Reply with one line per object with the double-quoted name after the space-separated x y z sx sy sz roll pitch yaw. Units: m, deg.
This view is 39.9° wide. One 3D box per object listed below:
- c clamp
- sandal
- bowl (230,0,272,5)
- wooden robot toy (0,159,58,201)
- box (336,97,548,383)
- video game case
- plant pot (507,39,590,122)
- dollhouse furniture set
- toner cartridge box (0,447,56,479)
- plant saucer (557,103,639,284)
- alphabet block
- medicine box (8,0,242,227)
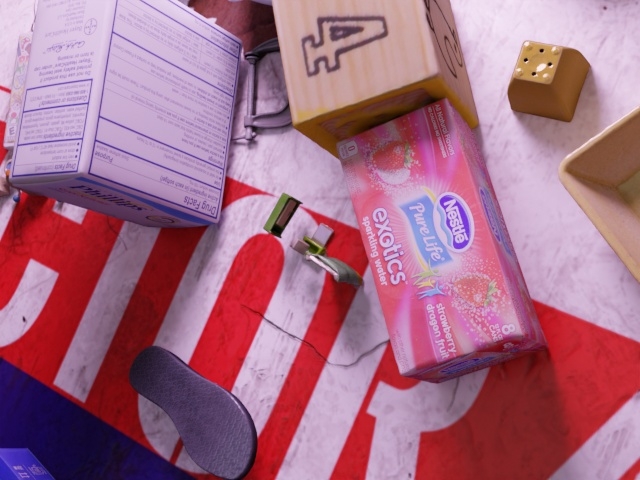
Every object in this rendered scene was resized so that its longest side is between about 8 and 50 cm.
-0.085 -0.221 1.286 0.137 0.022 0.161 2 80 26 "c clamp"
-0.165 0.229 1.210 0.097 0.054 0.254 -51 53 -1 "sandal"
-0.009 -0.438 1.206 0.298 0.134 0.298 -44 34 41 "bowl"
-0.479 -0.106 1.413 0.173 0.079 0.076 1 79 25 "wooden robot toy"
0.145 0.005 1.058 0.154 0.142 0.300 -21 70 19 "box"
-0.416 -0.254 1.448 0.227 0.026 0.206 -2 77 25 "video game case"
0.273 -0.202 1.079 0.081 0.083 0.081 17 87 27 "plant pot"
0.000 0.000 1.165 0.151 0.076 0.058 34 94 28 "dollhouse furniture set"
-0.385 0.465 1.239 0.348 0.075 0.165 37 96 28 "toner cartridge box"
0.486 -0.042 0.944 0.333 0.081 0.333 -37 66 13 "plant saucer"
0.070 -0.230 1.122 0.193 0.192 0.197 -17 72 23 "alphabet block"
-0.258 -0.185 1.215 0.149 0.263 0.289 0 78 34 "medicine box"
